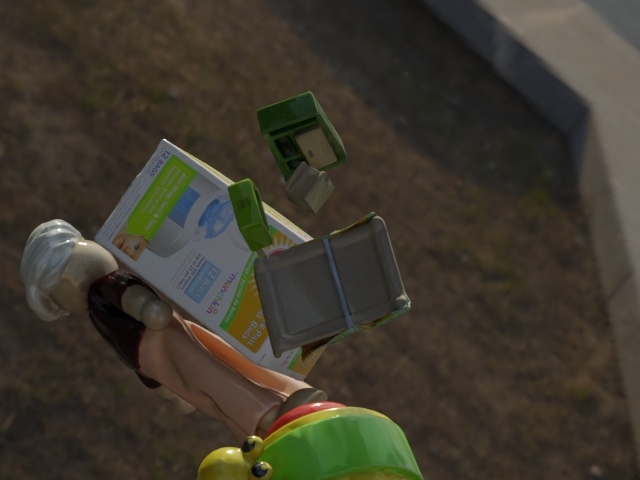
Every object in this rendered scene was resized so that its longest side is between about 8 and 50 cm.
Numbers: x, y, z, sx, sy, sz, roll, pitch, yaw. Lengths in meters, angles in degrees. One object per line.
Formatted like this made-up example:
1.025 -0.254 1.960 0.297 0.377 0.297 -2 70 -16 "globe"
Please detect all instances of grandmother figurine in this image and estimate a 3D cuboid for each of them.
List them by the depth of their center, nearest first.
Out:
-0.142 0.094 1.662 0.342 0.208 0.104 35 58 23 "grandmother figurine"

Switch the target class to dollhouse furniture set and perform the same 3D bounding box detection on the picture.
0.000 0.000 0.966 0.058 0.076 0.151 59 13 -58 "dollhouse furniture set"

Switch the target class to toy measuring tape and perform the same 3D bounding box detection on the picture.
0.054 0.180 1.221 0.330 0.121 0.121 21 31 -41 "toy measuring tape"

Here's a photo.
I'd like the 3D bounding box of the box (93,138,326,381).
-0.076 0.018 1.589 0.203 0.114 0.103 36 2 25 "box"
